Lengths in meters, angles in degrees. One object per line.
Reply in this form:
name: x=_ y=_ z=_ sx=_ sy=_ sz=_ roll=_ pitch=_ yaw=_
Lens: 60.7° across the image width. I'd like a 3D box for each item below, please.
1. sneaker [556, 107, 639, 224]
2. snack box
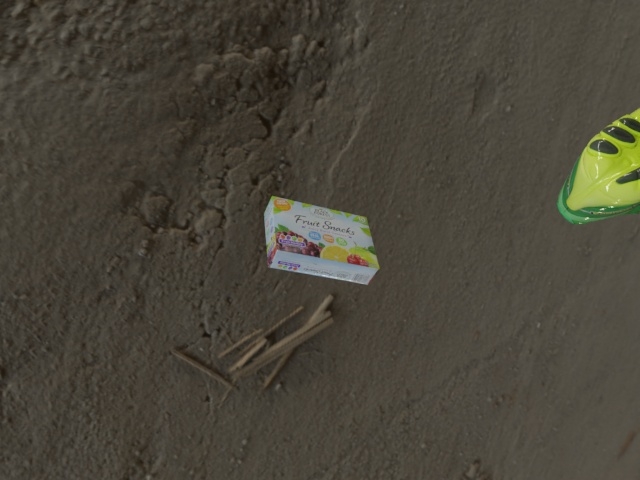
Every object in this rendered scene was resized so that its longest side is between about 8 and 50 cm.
sneaker: x=0.379 y=-0.104 z=0.630 sx=0.296 sy=0.109 sz=0.123 roll=-23 pitch=162 yaw=-23
snack box: x=0.000 y=0.000 z=0.719 sx=0.141 sy=0.100 sz=0.037 roll=11 pitch=131 yaw=-21
